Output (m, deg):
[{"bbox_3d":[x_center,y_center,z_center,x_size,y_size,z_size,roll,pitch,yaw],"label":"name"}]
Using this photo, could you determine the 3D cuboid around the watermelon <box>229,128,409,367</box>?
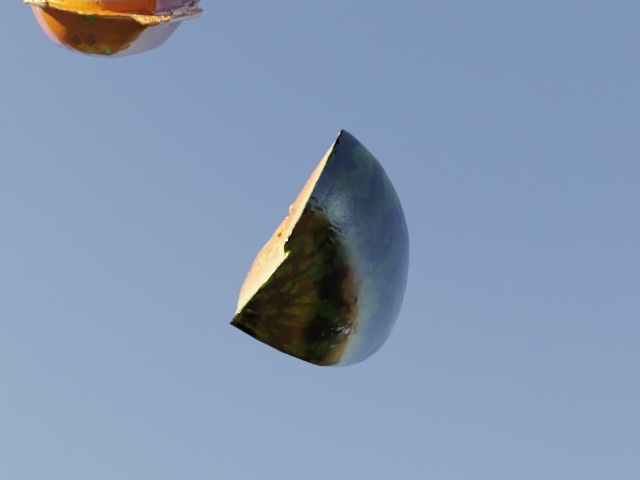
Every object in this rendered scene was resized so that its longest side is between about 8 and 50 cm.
[{"bbox_3d":[0.015,0.006,1.249,0.145,0.193,0.137,-54,-124,22],"label":"watermelon"}]

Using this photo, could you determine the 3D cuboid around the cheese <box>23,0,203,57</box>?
[{"bbox_3d":[-0.267,-0.298,1.710,0.329,0.217,0.129,30,-56,37],"label":"cheese"}]
